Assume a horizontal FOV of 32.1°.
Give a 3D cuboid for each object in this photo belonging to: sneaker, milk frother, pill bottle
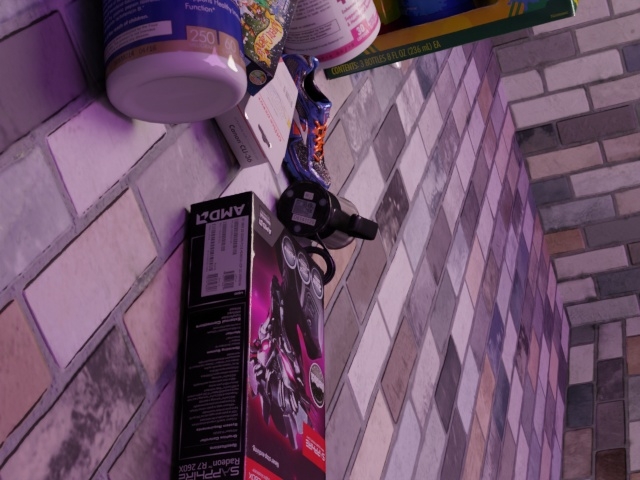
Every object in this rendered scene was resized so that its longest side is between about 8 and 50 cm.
[{"bbox_3d":[-0.021,-0.178,1.674,0.083,0.087,0.221,-47,122,-66],"label":"sneaker"},{"bbox_3d":[0.000,0.000,1.644,0.143,0.129,0.134,-58,157,4],"label":"milk frother"},{"bbox_3d":[-0.167,-0.276,1.231,0.153,0.153,0.265,31,50,-64],"label":"pill bottle"},{"bbox_3d":[-0.028,-0.415,1.686,0.160,0.160,0.283,-79,150,-48],"label":"pill bottle"}]

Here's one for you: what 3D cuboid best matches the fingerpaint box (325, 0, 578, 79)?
[{"bbox_3d":[0.176,-0.513,1.884,0.163,0.444,0.371,-58,133,-62],"label":"fingerpaint box"}]

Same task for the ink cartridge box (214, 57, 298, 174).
[{"bbox_3d":[-0.092,-0.181,1.509,0.198,0.067,0.115,-81,151,-48],"label":"ink cartridge box"}]

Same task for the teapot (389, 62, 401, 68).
[{"bbox_3d":[0.133,-0.518,2.179,0.252,0.187,0.256,33,60,-27],"label":"teapot"}]

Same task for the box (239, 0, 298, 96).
[{"bbox_3d":[-0.114,-0.312,1.465,0.159,0.044,0.233,38,36,-21],"label":"box"}]

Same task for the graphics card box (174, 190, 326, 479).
[{"bbox_3d":[-0.074,0.156,1.321,0.233,0.094,0.371,50,33,-53],"label":"graphics card box"}]
